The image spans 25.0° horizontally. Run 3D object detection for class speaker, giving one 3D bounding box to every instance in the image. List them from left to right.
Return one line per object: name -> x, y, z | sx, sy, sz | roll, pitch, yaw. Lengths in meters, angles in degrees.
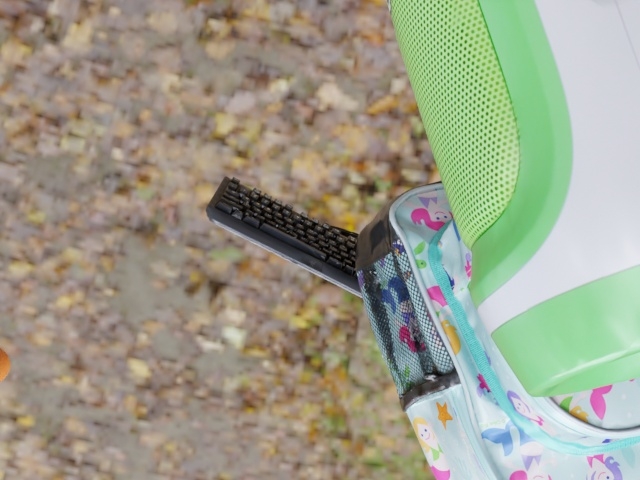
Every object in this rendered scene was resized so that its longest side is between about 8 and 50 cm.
speaker -> 0.077, -0.103, 0.495 | 0.131, 0.296, 0.131 | -16, 167, -4

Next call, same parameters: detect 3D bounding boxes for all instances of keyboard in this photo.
keyboard -> 0.000, 0.000, 1.131 | 0.180, 0.108, 0.023 | 28, 108, -3

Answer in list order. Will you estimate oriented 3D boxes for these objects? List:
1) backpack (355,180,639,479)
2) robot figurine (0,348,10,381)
backpack -> 0.164, 0.068, 0.937 | 0.225, 0.253, 0.191 | -15, 175, -21
robot figurine -> -0.285, 0.097, 0.871 | 0.128, 0.219, 0.158 | 6, 104, 27
